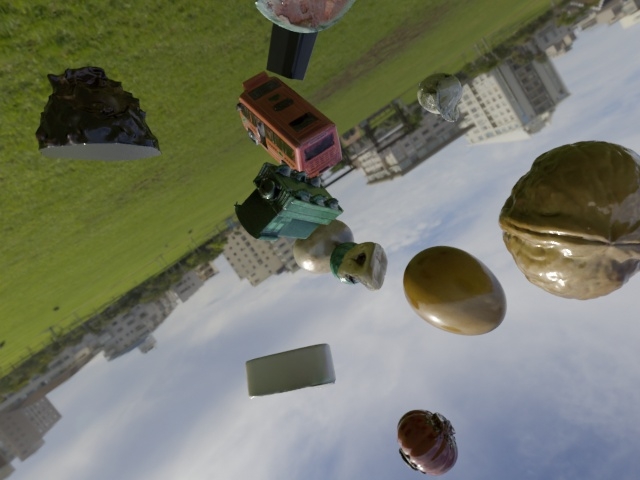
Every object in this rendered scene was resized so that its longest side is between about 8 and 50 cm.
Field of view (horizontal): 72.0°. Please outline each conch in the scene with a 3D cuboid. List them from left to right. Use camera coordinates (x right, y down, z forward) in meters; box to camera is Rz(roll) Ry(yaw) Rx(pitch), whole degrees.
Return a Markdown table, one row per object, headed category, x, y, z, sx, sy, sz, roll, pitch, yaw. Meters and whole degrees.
| category | x | y | z | sx | sy | sz | roll | pitch | yaw |
| --- | --- | --- | --- | --- | --- | --- | --- | --- | --- |
| conch | 0.132 | 0.090 | 1.833 | 0.196 | 0.134 | 0.202 | -32 | -134 | -16 |

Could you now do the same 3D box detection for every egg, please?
| category | x | y | z | sx | sy | sz | roll | pitch | yaw |
| --- | --- | --- | --- | --- | --- | --- | --- | --- | --- |
| egg | 0.407 | 0.155 | 1.348 | 0.250 | 0.322 | 0.250 | -47 | 158 | -25 |

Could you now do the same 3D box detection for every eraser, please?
| category | x | y | z | sx | sy | sz | roll | pitch | yaw |
| --- | --- | --- | --- | --- | --- | --- | --- | --- | --- |
| eraser | -0.074 | 0.483 | 1.642 | 0.331 | 0.149 | 0.331 | -8 | 161 | -3 |

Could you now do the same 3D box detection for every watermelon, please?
| category | x | y | z | sx | sy | sz | roll | pitch | yaw |
| --- | --- | --- | --- | --- | --- | --- | --- | --- | --- |
| watermelon | -0.046 | -0.750 | 1.326 | 0.305 | 0.224 | 0.180 | -31 | 164 | 5 |

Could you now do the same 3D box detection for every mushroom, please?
| category | x | y | z | sx | sy | sz | roll | pitch | yaw |
| --- | --- | --- | --- | --- | --- | --- | --- | --- | --- |
| mushroom | 0.000 | 0.000 | 2.069 | 0.298 | 0.290 | 0.297 | -20 | 145 | -15 |

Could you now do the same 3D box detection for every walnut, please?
| category | x | y | z | sx | sy | sz | roll | pitch | yaw |
| --- | --- | --- | --- | --- | --- | --- | --- | --- | --- |
| walnut | 0.469 | -0.035 | 0.801 | 0.277 | 0.252 | 0.313 | -54 | 175 | 20 |

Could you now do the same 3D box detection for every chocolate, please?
| category | x | y | z | sx | sy | sz | roll | pitch | yaw |
| --- | --- | --- | --- | --- | --- | --- | --- | --- | --- |
| chocolate | -0.434 | -0.259 | 0.863 | 0.206 | 0.177 | 0.224 | -2 | -175 | 34 |

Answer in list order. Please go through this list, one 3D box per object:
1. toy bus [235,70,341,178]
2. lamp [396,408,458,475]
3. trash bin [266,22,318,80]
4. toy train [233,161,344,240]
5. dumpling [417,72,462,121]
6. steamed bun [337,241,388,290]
| category | x | y | z | sx | sy | sz | roll | pitch | yaw |
| --- | --- | --- | --- | --- | --- | --- | --- | --- | --- |
| toy bus | -0.125 | -0.419 | 1.614 | 0.203 | 0.427 | 0.233 | -35 | 150 | -16 |
| lamp | 0.372 | 0.689 | 1.522 | 0.227 | 0.227 | 0.227 | -33 | -173 | 5 |
| trash bin | -0.115 | -0.771 | 1.750 | 0.115 | 0.165 | 0.225 | -22 | 134 | -52 |
| toy train | -0.077 | -0.090 | 1.150 | 0.178 | 0.138 | 0.330 | -45 | 159 | 17 |
| dumpling | 0.420 | -0.485 | 1.495 | 0.142 | 0.172 | 0.247 | -29 | -155 | 34 |
| steamed bun | 0.140 | 0.091 | 1.565 | 0.155 | 0.141 | 0.172 | -4 | -128 | 31 |
